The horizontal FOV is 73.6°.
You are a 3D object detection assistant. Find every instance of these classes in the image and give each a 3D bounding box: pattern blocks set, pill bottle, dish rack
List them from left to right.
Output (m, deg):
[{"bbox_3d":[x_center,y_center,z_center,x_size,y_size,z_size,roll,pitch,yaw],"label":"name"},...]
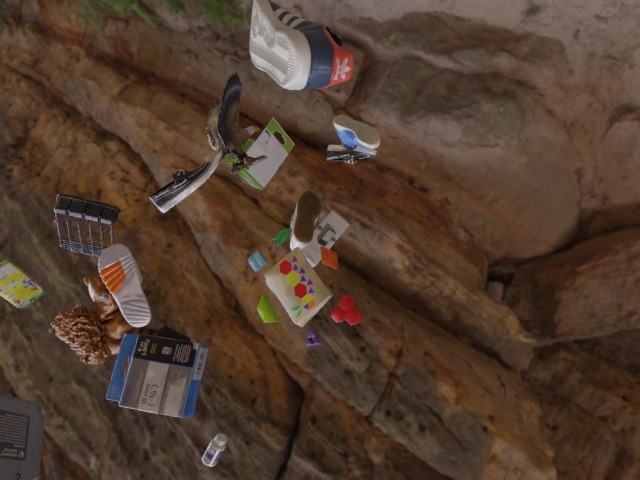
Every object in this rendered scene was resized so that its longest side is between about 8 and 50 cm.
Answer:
[{"bbox_3d":[-0.846,-0.039,1.558,0.209,0.074,0.271,15,140,-14],"label":"dish rack"},{"bbox_3d":[-0.435,0.863,1.769,0.067,0.120,0.067,28,-174,-3],"label":"pill bottle"},{"bbox_3d":[-0.059,0.128,1.170,0.324,0.286,0.026,63,-159,15],"label":"pattern blocks set"}]

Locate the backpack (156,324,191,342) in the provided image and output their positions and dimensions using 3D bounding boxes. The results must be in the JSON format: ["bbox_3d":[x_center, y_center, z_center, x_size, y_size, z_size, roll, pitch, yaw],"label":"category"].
[{"bbox_3d":[-0.619,0.459,1.747,0.152,0.181,0.115,27,-154,17],"label":"backpack"}]

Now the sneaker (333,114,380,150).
[{"bbox_3d":[0.101,-0.271,1.149,0.152,0.058,0.084,35,163,27],"label":"sneaker"}]

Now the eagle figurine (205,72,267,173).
[{"bbox_3d":[-0.310,-0.389,1.490,0.298,0.227,0.225,66,-159,-10],"label":"eagle figurine"}]

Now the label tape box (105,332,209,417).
[{"bbox_3d":[-0.579,0.452,1.463,0.334,0.240,0.106,6,163,8],"label":"label tape box"}]

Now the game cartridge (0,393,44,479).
[{"bbox_3d":[-0.706,0.415,0.884,0.062,0.197,0.297,-17,146,4],"label":"game cartridge"}]

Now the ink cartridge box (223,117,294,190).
[{"bbox_3d":[-0.252,-0.372,1.815,0.097,0.255,0.189,27,168,39],"label":"ink cartridge box"}]

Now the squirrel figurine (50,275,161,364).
[{"bbox_3d":[-0.950,0.337,1.890,0.281,0.397,0.370,35,145,39],"label":"squirrel figurine"}]

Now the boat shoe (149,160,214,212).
[{"bbox_3d":[-0.570,-0.245,1.771,0.102,0.301,0.108,52,-179,-25],"label":"boat shoe"}]

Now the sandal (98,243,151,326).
[{"bbox_3d":[-0.595,0.139,1.313,0.102,0.264,0.076,-18,-168,-12],"label":"sandal"}]

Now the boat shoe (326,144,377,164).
[{"bbox_3d":[0.121,-0.336,1.695,0.220,0.070,0.078,10,180,36],"label":"boat shoe"}]

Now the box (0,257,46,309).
[{"bbox_3d":[-1.083,0.158,1.520,0.043,0.105,0.179,30,154,45],"label":"box"}]

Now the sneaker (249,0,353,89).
[{"bbox_3d":[-0.045,-0.396,0.871,0.148,0.131,0.350,-7,-136,-23],"label":"sneaker"}]

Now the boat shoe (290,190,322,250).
[{"bbox_3d":[-0.067,-0.073,1.577,0.098,0.276,0.096,28,135,-12],"label":"boat shoe"}]

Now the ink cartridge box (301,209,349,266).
[{"bbox_3d":[0.000,0.000,2.243,0.122,0.289,0.211,41,165,-2],"label":"ink cartridge box"}]
